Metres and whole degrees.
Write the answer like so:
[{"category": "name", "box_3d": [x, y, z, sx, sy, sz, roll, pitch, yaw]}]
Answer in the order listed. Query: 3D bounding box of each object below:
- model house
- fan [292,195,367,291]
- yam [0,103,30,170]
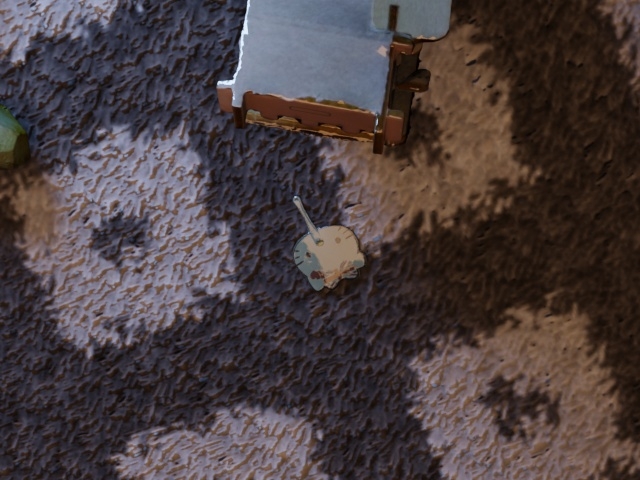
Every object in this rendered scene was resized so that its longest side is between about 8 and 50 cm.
[{"category": "model house", "box_3d": [0.029, -0.194, 1.398, 0.169, 0.244, 0.326, 7, 73, 0]}, {"category": "fan", "box_3d": [0.000, 0.000, 1.570, 0.056, 0.004, 0.083, -25, 102, 11]}, {"category": "yam", "box_3d": [-0.303, -0.089, 1.534, 0.146, 0.070, 0.069, -1, 106, 7]}]
